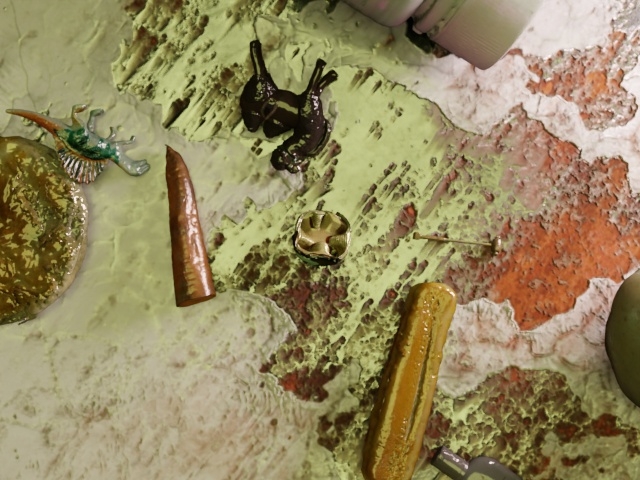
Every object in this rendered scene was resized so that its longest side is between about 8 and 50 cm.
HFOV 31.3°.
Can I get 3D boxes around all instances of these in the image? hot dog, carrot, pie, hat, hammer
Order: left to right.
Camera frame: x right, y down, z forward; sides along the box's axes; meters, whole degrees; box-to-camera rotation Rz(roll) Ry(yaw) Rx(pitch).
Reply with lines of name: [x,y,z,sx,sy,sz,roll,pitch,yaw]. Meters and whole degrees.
pie: [-0.446,-0.016,1.547,0.274,0.055,0.274,0,86,1]
carrot: [-0.184,-0.024,1.559,0.057,0.057,0.224,-9,81,-2]
hat: [0.000,0.001,1.552,0.077,0.059,0.076,10,70,-5]
hot dog: [0.120,0.193,1.538,0.087,0.061,0.286,21,85,-3]
hammer: [0.189,0.001,1.578,0.123,0.014,0.029,7,77,2]

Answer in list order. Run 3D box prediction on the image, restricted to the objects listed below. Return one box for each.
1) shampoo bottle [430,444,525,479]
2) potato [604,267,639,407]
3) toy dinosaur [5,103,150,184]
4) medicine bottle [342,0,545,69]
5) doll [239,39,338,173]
shampoo bottle: [0.224,0.335,1.541,0.165,0.040,0.080,35,88,0]
potato: [0.532,0.123,1.471,0.326,0.221,0.243,3,76,9]
toy dinosaur: [-0.324,-0.128,1.539,0.187,0.044,0.106,-5,85,-36]
medicine bottle: [0.136,-0.392,1.481,0.325,0.256,0.256,33,86,-8]
doll: [-0.049,-0.179,1.565,0.139,0.057,0.165,15,91,-3]
